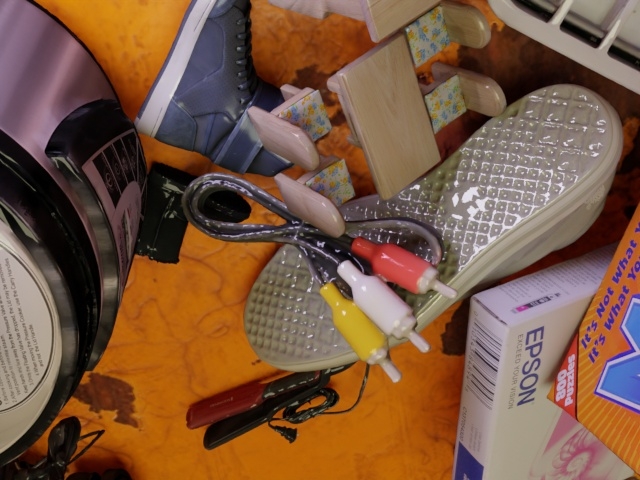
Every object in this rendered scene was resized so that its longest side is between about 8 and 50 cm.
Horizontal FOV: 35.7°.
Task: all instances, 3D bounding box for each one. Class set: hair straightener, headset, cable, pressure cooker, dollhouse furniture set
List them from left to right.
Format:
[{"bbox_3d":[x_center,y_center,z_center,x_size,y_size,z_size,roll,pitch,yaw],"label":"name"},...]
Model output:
[{"bbox_3d":[-0.352,0.004,0.819,0.370,0.420,0.375,38,112,-23],"label":"pressure cooker"},{"bbox_3d":[-0.328,0.347,1.175,0.243,0.185,0.394,13,131,-13],"label":"headset"},{"bbox_3d":[-0.041,0.197,1.193,0.230,0.047,0.089,-25,121,6],"label":"hair straightener"},{"bbox_3d":[0.000,0.000,0.943,0.287,0.072,0.139,35,96,10],"label":"cable"},{"bbox_3d":[0.062,-0.142,0.854,0.212,0.161,0.242,-37,128,-19],"label":"dollhouse furniture set"}]

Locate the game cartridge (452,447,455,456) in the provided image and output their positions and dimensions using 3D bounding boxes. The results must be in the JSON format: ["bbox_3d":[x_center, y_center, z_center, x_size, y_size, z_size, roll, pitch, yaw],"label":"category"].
[{"bbox_3d":[0.291,0.417,1.187,0.285,0.323,0.053,37,115,-24],"label":"game cartridge"}]

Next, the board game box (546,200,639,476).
[{"bbox_3d":[0.484,0.093,0.837,0.356,0.356,0.356,22,97,-17],"label":"board game box"}]

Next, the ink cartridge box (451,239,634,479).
[{"bbox_3d":[0.298,0.155,1.092,0.330,0.071,0.324,-17,127,-23],"label":"ink cartridge box"}]

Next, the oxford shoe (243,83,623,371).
[{"bbox_3d":[0.116,0.007,1.029,0.449,0.169,0.130,-34,155,17],"label":"oxford shoe"}]

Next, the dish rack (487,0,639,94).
[{"bbox_3d":[0.328,-0.305,0.886,0.286,0.072,0.333,23,118,-17],"label":"dish rack"}]

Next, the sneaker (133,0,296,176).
[{"bbox_3d":[-0.060,-0.161,0.928,0.163,0.086,0.226,26,125,-9],"label":"sneaker"}]

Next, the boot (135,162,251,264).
[{"bbox_3d":[-0.144,-0.018,1.043,0.121,0.045,0.099,22,116,-9],"label":"boot"}]
